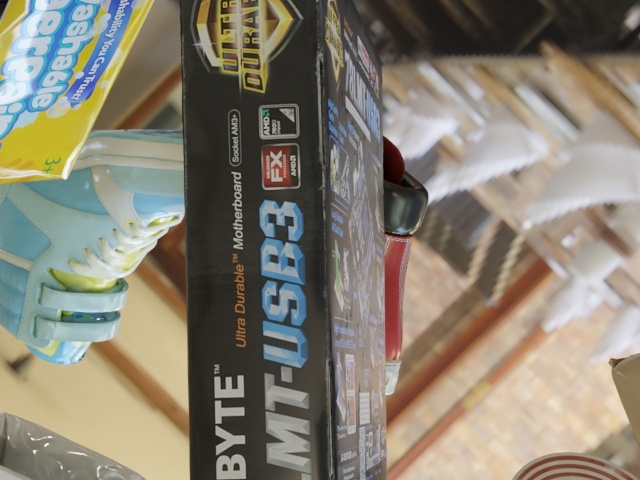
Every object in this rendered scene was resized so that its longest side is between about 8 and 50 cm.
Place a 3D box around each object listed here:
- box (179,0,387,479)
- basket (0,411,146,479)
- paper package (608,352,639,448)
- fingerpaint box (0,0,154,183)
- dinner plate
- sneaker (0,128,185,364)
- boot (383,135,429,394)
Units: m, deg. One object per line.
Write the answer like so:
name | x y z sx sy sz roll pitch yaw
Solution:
box | -0.009 0.023 0.805 0.295 0.073 0.293 34 -126 -82
basket | -0.273 0.260 1.553 0.167 0.103 0.113 24 -163 3
paper package | 0.396 0.169 1.051 0.168 0.309 0.325 -4 -112 -40
fingerpaint box | -0.269 -0.218 0.957 0.371 0.445 0.163 -7 -125 -39
dinner plate | 0.220 0.235 1.306 0.141 0.141 0.017 47 142 32
sneaker | -0.174 0.007 1.370 0.319 0.208 0.127 1 -177 40
boot | 0.000 0.000 1.173 0.088 0.176 0.244 8 -174 -28
